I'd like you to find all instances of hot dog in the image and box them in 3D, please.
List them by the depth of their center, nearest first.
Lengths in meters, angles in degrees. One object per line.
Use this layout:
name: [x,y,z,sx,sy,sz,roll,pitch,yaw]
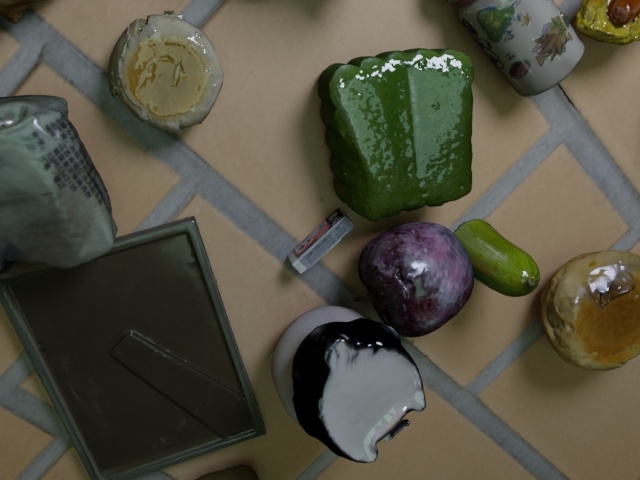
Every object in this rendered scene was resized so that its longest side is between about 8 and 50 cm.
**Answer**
hot dog: [0.493,-0.380,0.837,0.261,0.093,0.123,-44,103,-20]

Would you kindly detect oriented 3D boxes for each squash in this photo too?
squash: [0.296,0.040,0.935,0.095,0.188,0.095,-5,113,-11]

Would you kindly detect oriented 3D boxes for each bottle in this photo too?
bottle: [0.276,-0.343,0.831,0.253,0.120,0.120,40,97,-20]

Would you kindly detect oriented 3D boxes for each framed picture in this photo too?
framed picture: [-0.303,0.206,0.951,0.325,0.028,0.447,-16,112,-7]

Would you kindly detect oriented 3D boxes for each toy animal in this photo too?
toy animal: [0.036,0.219,0.895,0.212,0.266,0.213,0,91,-15]

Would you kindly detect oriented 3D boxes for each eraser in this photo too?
eraser: [0.000,0.000,0.928,0.122,0.052,0.029,-43,112,4]

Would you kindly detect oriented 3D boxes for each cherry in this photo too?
cherry: [0.157,0.057,0.920,0.195,0.195,0.195,-4,110,-11]

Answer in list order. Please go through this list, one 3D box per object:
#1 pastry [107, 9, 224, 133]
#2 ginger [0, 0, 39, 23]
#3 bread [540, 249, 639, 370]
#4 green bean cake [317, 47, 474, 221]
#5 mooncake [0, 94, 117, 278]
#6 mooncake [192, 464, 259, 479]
pastry: [-0.216,-0.234,0.780,0.165,0.088,0.166,-3,107,-11]
ginger: [-0.436,-0.327,0.680,0.270,0.123,0.219,5,132,-24]
bread: [0.517,0.123,1.044,0.244,0.134,0.245,-4,107,-12]
green bean cake: [0.120,-0.164,0.860,0.222,0.125,0.248,-10,109,-7]
mooncake: [-0.430,-0.072,0.764,0.250,0.136,0.255,-13,116,-6]
mooncake: [-0.147,0.660,1.038,0.393,0.246,0.393,27,108,-16]
